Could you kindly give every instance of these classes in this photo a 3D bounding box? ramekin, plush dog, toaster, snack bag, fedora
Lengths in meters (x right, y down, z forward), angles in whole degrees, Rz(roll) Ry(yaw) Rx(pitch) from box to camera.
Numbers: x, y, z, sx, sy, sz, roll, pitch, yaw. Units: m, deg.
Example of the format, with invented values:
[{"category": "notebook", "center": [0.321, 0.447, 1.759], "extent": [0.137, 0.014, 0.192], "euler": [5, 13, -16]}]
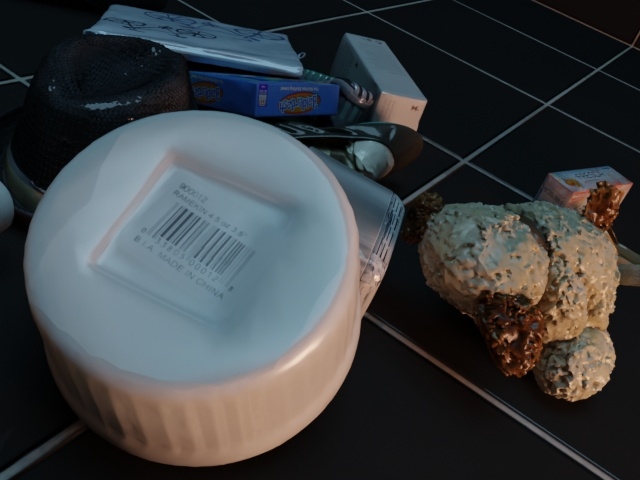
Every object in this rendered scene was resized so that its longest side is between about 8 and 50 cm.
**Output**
[{"category": "ramekin", "center": [-0.097, 0.028, 0.572], "extent": [0.277, 0.135, 0.277], "euler": [2, 61, -3]}, {"category": "plush dog", "center": [0.207, 0.027, 0.757], "extent": [0.225, 0.211, 0.262], "euler": [0, 39, -38]}, {"category": "toaster", "center": [0.000, 0.000, 0.771], "extent": [0.146, 0.129, 0.227], "euler": [24, 34, 1]}, {"category": "snack bag", "center": [-0.186, -0.314, 1.123], "extent": [0.323, 0.037, 0.342], "euler": [7, 23, -12]}, {"category": "fedora", "center": [-0.235, -0.143, 0.824], "extent": [0.334, 0.152, 0.334], "euler": [14, 34, -10]}]

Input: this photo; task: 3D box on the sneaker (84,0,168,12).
[{"category": "sneaker", "center": [-0.423, -0.493, 1.260], "extent": [0.295, 0.124, 0.178], "euler": [4, 46, -21]}]

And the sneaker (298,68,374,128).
[{"category": "sneaker", "center": [-0.002, -0.211, 1.124], "extent": [0.083, 0.098, 0.223], "euler": [24, 5, -26]}]

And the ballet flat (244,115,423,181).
[{"category": "ballet flat", "center": [0.013, -0.110, 0.979], "extent": [0.280, 0.095, 0.096], "euler": [1, 47, -11]}]

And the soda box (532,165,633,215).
[{"category": "soda box", "center": [0.437, -0.079, 1.174], "extent": [0.183, 0.063, 0.058], "euler": [-9, 43, -38]}]

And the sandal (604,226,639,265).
[{"category": "sandal", "center": [0.430, 0.001, 1.069], "extent": [0.180, 0.049, 0.072], "euler": [26, 34, 9]}]

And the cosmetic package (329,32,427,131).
[{"category": "cosmetic package", "center": [0.085, -0.240, 1.170], "extent": [0.085, 0.117, 0.231], "euler": [6, 35, -19]}]

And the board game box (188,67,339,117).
[{"category": "board game box", "center": [-0.103, -0.216, 1.023], "extent": [0.210, 0.047, 0.160], "euler": [21, 22, 41]}]

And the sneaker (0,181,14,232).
[{"category": "sneaker", "center": [-0.409, -0.015, 0.600], "extent": [0.255, 0.094, 0.151], "euler": [7, 29, -3]}]
